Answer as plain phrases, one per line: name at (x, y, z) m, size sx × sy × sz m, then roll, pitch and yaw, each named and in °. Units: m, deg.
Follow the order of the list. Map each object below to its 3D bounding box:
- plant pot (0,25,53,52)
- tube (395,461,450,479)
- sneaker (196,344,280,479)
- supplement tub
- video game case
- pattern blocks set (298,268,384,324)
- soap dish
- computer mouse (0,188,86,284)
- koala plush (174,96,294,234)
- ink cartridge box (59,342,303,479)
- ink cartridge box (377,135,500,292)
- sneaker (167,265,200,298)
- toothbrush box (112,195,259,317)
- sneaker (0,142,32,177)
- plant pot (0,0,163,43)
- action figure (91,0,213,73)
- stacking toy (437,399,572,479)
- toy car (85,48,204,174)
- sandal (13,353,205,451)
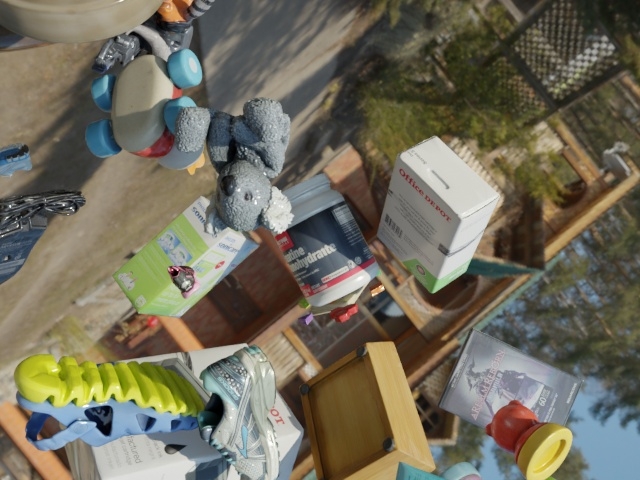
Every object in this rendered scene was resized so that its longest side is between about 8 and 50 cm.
plant pot at (-0.640, -0.488, 1.350) m, size 0.230 × 0.215 × 0.215 m, roll -10°, pitch 158°, yaw -50°
tube at (0.209, 0.395, 0.958) m, size 0.052 × 0.207 × 0.080 m, roll 88°, pitch 18°, yaw -54°
sneaker at (-0.145, 0.310, 1.068) m, size 0.122 × 0.283 × 0.110 m, roll -12°, pitch -159°, yaw -27°
supplement tub at (0.000, 0.000, 1.525) m, size 0.191 × 0.272 × 0.191 m, roll -28°, pitch 179°, yaw 0°
video game case at (0.427, 0.344, 1.461) m, size 0.026 × 0.274 × 0.196 m, roll 94°, pitch 22°, yaw -84°
pattern blocks set at (0.059, 0.168, 1.921) m, size 0.285 × 0.026 × 0.325 m, roll -10°, pitch -163°, yaw 40°
soap dish at (0.078, 0.362, 1.281) m, size 0.229 × 0.118 × 0.291 m, roll -36°, pitch -138°, yaw 19°
computer mouse at (-0.570, -0.011, 1.177) m, size 0.272 × 0.072 × 0.188 m, roll -43°, pitch 170°, yaw 23°
koala plush at (-0.134, -0.117, 1.154) m, size 0.196 × 0.221 × 0.203 m, roll -5°, pitch 175°, yaw 15°
ink cartridge box at (-0.276, 0.370, 1.272) m, size 0.395 × 0.285 × 0.166 m, roll -3°, pitch 123°, yaw -34°
ink cartridge box at (0.238, -0.050, 1.368) m, size 0.115 × 0.198 × 0.273 m, roll -29°, pitch 152°, yaw -24°
sneaker at (-0.255, 0.062, 1.170) m, size 0.047 × 0.057 × 0.119 m, roll -46°, pitch -155°, yaw -8°
toothbrush box at (-0.315, 0.047, 1.547) m, size 0.283 × 0.122 × 0.206 m, roll -42°, pitch 163°, yaw 3°
sneaker at (-0.837, -0.189, 1.659) m, size 0.191 × 0.071 × 0.083 m, roll -9°, pitch 142°, yaw -9°
plant pot at (-0.415, -0.528, 1.016) m, size 0.323 × 0.323 × 0.280 m, roll -39°, pitch 159°, yaw -26°
action figure at (-0.357, -0.473, 1.461) m, size 0.330 × 0.178 × 0.341 m, roll -51°, pitch -168°, yaw 49°
stacking toy at (0.329, 0.476, 1.242) m, size 0.309 × 0.279 × 0.130 m, roll -33°, pitch -140°, yaw -17°
toy car at (-0.310, -0.234, 1.321) m, size 0.219 × 0.210 × 0.238 m, roll -11°, pitch 156°, yaw 19°
sandal at (-0.341, 0.273, 1.049) m, size 0.126 × 0.317 × 0.138 m, roll 44°, pitch -66°, yaw 57°
